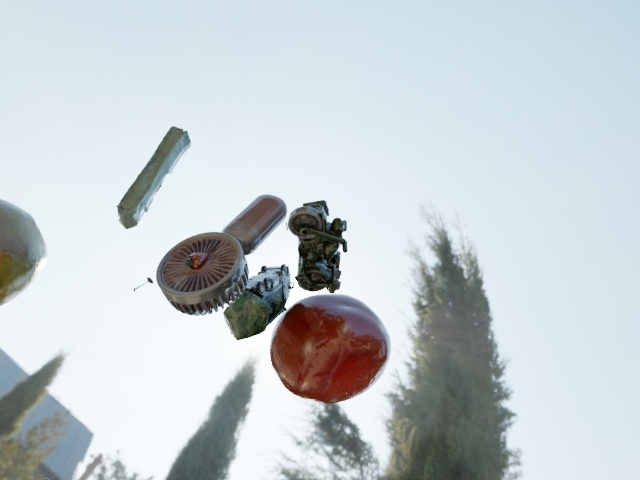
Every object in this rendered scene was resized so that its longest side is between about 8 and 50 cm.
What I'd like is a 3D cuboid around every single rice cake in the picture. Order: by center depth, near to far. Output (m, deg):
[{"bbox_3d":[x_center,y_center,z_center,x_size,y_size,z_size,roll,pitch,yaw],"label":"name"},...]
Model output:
[{"bbox_3d":[-0.438,-0.171,1.341,0.062,0.337,0.066,17,-35,6],"label":"rice cake"}]

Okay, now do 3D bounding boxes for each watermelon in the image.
[{"bbox_3d":[-0.149,0.139,0.986,0.072,0.084,0.093,5,-71,51],"label":"watermelon"}]

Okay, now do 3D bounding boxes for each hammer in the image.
[{"bbox_3d":[-0.550,0.137,1.579,0.014,0.123,0.029,-43,-87,10],"label":"hammer"}]

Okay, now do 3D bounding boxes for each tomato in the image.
[{"bbox_3d":[0.026,0.298,1.421,0.324,0.293,0.290,1,-66,-23],"label":"tomato"}]

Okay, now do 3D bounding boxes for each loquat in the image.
[{"bbox_3d":[-0.603,0.031,0.867,0.213,0.246,0.214,7,-70,19],"label":"loquat"}]

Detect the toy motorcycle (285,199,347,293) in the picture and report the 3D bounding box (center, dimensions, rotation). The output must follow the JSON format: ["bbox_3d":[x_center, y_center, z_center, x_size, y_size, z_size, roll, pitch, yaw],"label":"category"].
[{"bbox_3d":[0.000,0.000,1.158,0.127,0.205,0.275,0,-47,4],"label":"toy motorcycle"}]

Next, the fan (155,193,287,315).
[{"bbox_3d":[-0.139,0.010,0.777,0.130,0.244,0.074,17,-40,31],"label":"fan"}]

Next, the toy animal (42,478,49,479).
[{"bbox_3d":[-0.614,0.747,1.246,0.302,0.225,0.284,53,-26,-5],"label":"toy animal"}]

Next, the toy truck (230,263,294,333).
[{"bbox_3d":[-0.149,0.143,1.331,0.088,0.259,0.121,-2,-79,17],"label":"toy truck"}]
